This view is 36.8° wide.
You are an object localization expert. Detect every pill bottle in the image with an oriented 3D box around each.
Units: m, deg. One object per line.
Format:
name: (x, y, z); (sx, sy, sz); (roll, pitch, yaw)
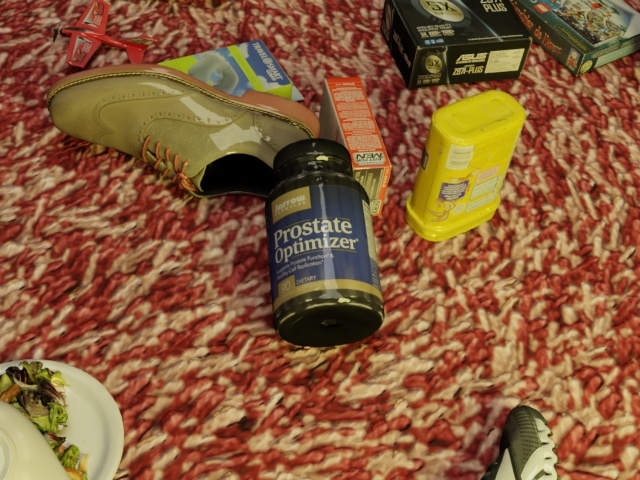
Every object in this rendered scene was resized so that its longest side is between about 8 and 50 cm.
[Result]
pill bottle: (0.000, 0.000, 1.083); (0.123, 0.123, 0.219); (-2, 61, -9)

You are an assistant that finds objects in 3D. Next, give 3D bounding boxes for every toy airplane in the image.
toy airplane: (-0.307, -0.289, 1.374); (0.151, 0.028, 0.151); (4, 51, -4)

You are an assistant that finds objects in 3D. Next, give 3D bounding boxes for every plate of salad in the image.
plate of salad: (-0.296, 0.196, 0.948); (0.200, 0.048, 0.200); (3, 50, -4)

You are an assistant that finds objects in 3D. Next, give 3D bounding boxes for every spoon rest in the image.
spoon rest: (-0.257, 0.238, 0.870); (0.276, 0.084, 0.137); (27, 59, -2)

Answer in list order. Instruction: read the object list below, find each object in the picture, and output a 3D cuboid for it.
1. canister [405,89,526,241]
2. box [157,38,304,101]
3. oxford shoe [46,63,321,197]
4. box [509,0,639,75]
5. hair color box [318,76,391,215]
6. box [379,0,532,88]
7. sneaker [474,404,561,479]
canister: (0.176, -0.091, 1.175); (0.126, 0.170, 0.073); (-23, 56, -25)
box: (-0.123, -0.218, 1.330); (0.178, 0.042, 0.109); (-19, 55, -21)
oxford shoe: (-0.177, -0.128, 1.196); (0.348, 0.123, 0.130); (7, 54, 0)
box: (0.387, -0.364, 1.520); (0.159, 0.044, 0.233); (-24, 56, -25)
hair color box: (0.041, -0.121, 1.234); (0.053, 0.093, 0.167); (-4, 51, -12)
box: (0.198, -0.307, 1.424); (0.180, 0.077, 0.147); (-7, 50, -13)
sneaker: (0.174, 0.258, 0.936); (0.106, 0.078, 0.234); (11, 51, -1)
